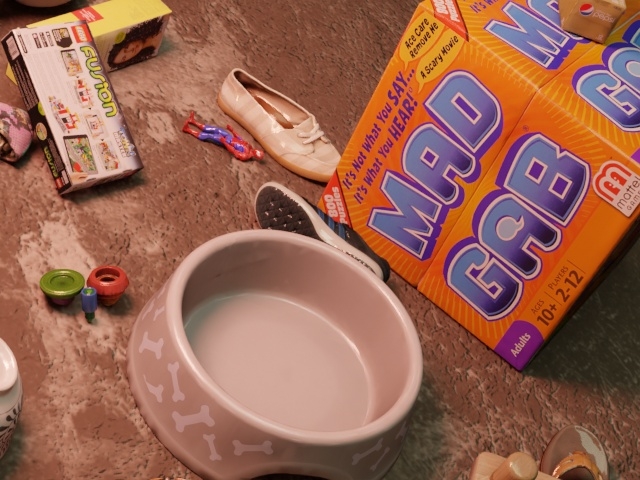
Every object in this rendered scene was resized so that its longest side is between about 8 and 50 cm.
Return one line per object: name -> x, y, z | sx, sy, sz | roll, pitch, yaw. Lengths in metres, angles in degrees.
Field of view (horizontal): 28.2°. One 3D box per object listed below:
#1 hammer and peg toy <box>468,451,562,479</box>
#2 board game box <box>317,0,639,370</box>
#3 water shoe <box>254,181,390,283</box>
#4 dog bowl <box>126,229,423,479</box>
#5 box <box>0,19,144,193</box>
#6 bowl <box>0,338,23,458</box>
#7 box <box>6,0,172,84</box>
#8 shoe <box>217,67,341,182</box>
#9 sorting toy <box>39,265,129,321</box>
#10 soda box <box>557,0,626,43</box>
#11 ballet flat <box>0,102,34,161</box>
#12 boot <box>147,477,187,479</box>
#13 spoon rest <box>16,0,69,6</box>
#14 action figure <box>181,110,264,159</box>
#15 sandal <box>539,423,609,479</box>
hammer and peg toy -> 0.304, 0.394, 1.322 | 0.361, 0.127, 0.266 | 23, 51, -4
board game box -> 0.284, -0.127, 1.690 | 0.356, 0.356, 0.356 | 39, 42, 13
water shoe -> 0.000, 0.000, 1.646 | 0.203, 0.073, 0.080 | 42, 21, 10
dog bowl -> -0.040, 0.130, 1.455 | 0.349, 0.102, 0.349 | 15, 42, -14
box -> -0.309, -0.169, 1.592 | 0.114, 0.036, 0.207 | -18, 85, -43
bowl -> -0.351, 0.136, 1.254 | 0.170, 0.080, 0.170 | 38, 28, -25
box -> -0.310, -0.269, 1.725 | 0.058, 0.087, 0.232 | 44, 45, 18
shoe -> -0.052, -0.159, 1.770 | 0.219, 0.058, 0.076 | 38, 42, 11
sorting toy -> -0.268, 0.062, 1.455 | 0.102, 0.042, 0.061 | -6, 35, -17
soda box -> 0.337, -0.329, 1.609 | 0.061, 0.058, 0.181 | 18, 42, -11
ballet flat -> -0.458, -0.150, 1.541 | 0.221, 0.077, 0.079 | 19, 45, -16
boot -> -0.117, 0.281, 1.222 | 0.197, 0.152, 0.073 | -1, 49, -29
spoon rest -> -0.427, -0.348, 1.744 | 0.137, 0.084, 0.276 | 34, 43, 4
action figure -> -0.130, -0.139, 1.734 | 0.115, 0.030, 0.038 | 27, 36, -3
sandal -> 0.292, 0.294, 1.496 | 0.090, 0.060, 0.219 | 35, 42, 8
